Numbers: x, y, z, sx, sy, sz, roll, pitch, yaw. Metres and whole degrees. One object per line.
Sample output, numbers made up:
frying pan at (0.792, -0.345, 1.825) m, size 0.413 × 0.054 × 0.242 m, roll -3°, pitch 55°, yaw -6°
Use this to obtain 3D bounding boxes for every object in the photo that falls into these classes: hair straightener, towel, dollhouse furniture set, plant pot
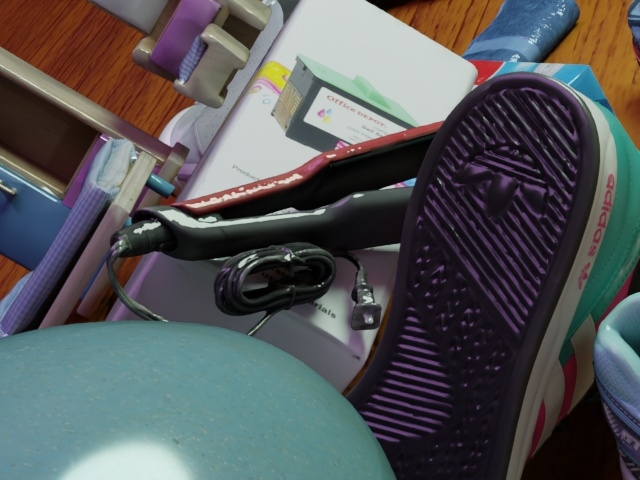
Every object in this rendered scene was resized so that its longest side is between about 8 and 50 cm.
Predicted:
hair straightener at (0.000, 0.000, 0.834) m, size 0.230 × 0.089 × 0.047 m, roll -12°, pitch -32°, yaw -42°
towel at (0.132, -0.135, 1.293) m, size 0.067 × 0.029 × 0.119 m, roll 1°, pitch 39°, yaw 49°
dollhouse furniture set at (-0.196, -0.053, 1.150) m, size 0.286 × 0.198 × 0.303 m, roll -58°, pitch 7°, yaw 17°
plant pot at (-0.070, 0.143, 0.694) m, size 0.290 × 0.290 × 0.195 m, roll -12°, pitch 26°, yaw 37°

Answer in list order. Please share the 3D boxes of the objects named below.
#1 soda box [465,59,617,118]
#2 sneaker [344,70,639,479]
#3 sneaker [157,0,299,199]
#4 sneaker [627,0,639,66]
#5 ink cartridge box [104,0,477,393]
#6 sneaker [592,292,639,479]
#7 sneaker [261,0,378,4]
soda box at (0.099, -0.069, 1.154) m, size 0.067 × 0.071 × 0.210 m, roll -42°, pitch 26°, yaw -22°
sneaker at (0.083, 0.075, 0.846) m, size 0.124 × 0.178 × 0.295 m, roll 29°, pitch 99°, yaw 32°
sneaker at (-0.017, -0.113, 1.380) m, size 0.132 × 0.086 × 0.228 m, roll 7°, pitch 55°, yaw 48°
sneaker at (0.296, -0.195, 1.126) m, size 0.262 × 0.104 × 0.125 m, roll -36°, pitch 22°, yaw -10°
ink cartridge box at (-0.033, 0.012, 0.999) m, size 0.201 × 0.117 × 0.278 m, roll -55°, pitch 6°, yaw 39°
sneaker at (0.217, 0.071, 0.683) m, size 0.283 × 0.122 × 0.110 m, roll -4°, pitch 36°, yaw 46°
sneaker at (0.055, -0.240, 1.513) m, size 0.228 × 0.087 × 0.130 m, roll -25°, pitch 18°, yaw 2°
